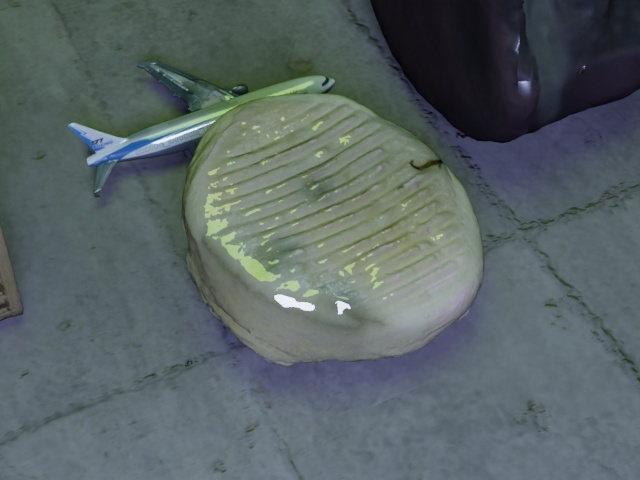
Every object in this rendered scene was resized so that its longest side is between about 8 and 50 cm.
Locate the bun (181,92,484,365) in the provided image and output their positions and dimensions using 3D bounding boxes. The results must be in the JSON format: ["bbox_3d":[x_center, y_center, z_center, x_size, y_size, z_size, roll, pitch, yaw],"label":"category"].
[{"bbox_3d":[0.000,0.000,1.059,0.237,0.116,0.210,41,58,17],"label":"bun"}]

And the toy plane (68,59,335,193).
[{"bbox_3d":[-0.096,-0.097,1.197,0.226,0.058,0.226,-12,44,-9],"label":"toy plane"}]

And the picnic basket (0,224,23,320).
[{"bbox_3d":[-0.374,-0.076,1.094,0.175,0.228,0.313,-20,50,-16],"label":"picnic basket"}]

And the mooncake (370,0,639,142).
[{"bbox_3d":[0.158,-0.297,1.141,0.212,0.381,0.350,-19,51,-24],"label":"mooncake"}]
